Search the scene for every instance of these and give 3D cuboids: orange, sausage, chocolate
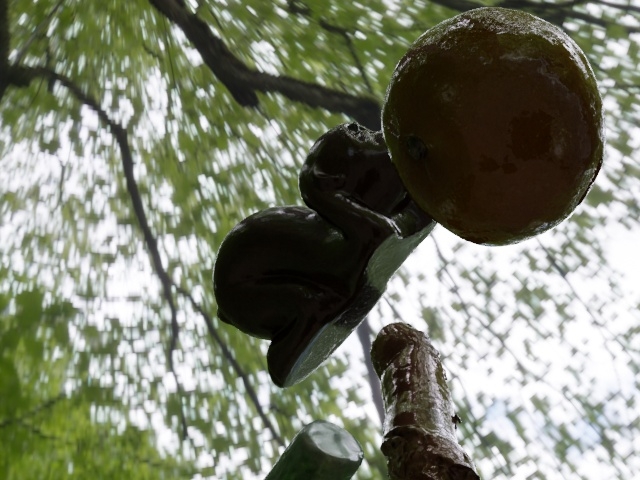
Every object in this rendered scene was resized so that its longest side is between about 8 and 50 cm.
[{"bbox_3d":[0.109,-0.073,0.902,0.124,0.156,0.156,-10,-73,-30],"label":"orange"},{"bbox_3d":[0.087,0.156,1.221,0.078,0.304,0.078,-1,-71,-2],"label":"sausage"},{"bbox_3d":[-0.056,0.271,1.101,0.110,0.110,0.291,24,-71,-13],"label":"chocolate"}]

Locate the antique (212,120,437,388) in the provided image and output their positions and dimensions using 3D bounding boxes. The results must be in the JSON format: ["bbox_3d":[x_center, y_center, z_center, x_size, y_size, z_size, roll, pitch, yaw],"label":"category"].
[{"bbox_3d":[0.000,0.000,1.262,0.143,0.121,0.257,49,-56,18],"label":"antique"}]
